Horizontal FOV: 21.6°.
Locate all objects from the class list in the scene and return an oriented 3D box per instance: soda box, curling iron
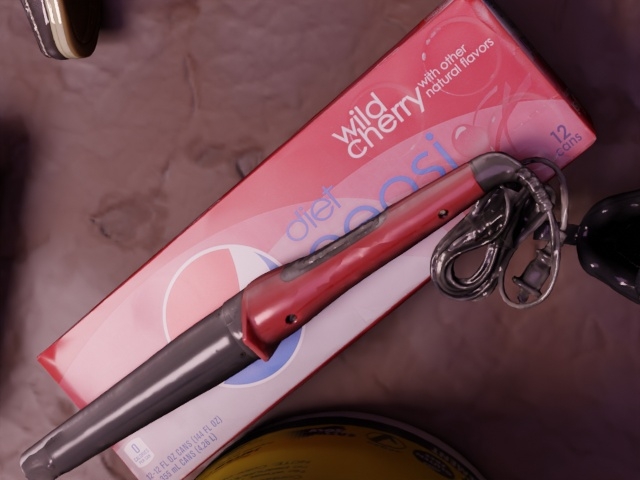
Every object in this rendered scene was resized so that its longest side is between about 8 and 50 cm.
[{"bbox_3d":[0.000,0.000,0.777,0.263,0.083,0.092,-40,91,12],"label":"soda box"},{"bbox_3d":[-0.014,0.042,0.723,0.274,0.035,0.068,-27,95,10],"label":"curling iron"}]

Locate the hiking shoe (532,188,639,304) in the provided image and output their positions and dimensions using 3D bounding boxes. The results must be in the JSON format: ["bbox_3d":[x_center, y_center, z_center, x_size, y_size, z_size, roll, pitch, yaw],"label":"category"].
[{"bbox_3d":[0.187,0.020,0.677,0.114,0.227,0.086,-2,96,-30],"label":"hiking shoe"}]

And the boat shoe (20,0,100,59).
[{"bbox_3d":[-0.144,-0.156,0.794,0.049,0.056,0.152,-15,86,15],"label":"boat shoe"}]

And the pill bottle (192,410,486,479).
[{"bbox_3d":[-0.009,0.195,0.677,0.188,0.334,0.188,1,98,8],"label":"pill bottle"}]
